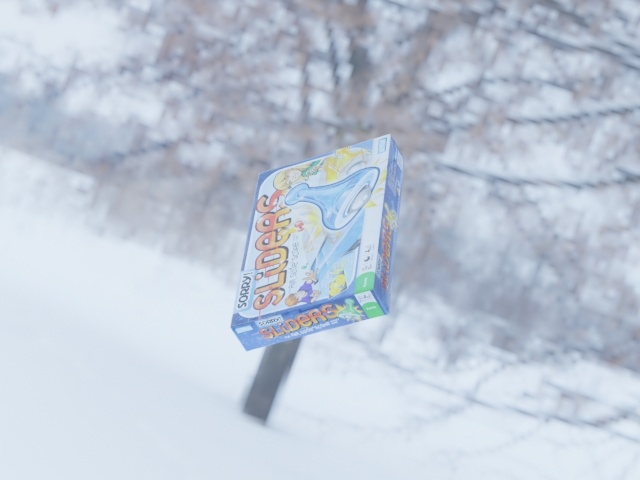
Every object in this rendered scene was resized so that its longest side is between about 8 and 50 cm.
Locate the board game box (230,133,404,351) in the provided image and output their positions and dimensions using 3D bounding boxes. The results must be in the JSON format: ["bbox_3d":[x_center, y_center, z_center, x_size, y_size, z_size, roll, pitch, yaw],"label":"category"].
[{"bbox_3d":[0.000,0.000,1.668,0.136,0.201,0.035,-16,-51,21],"label":"board game box"}]
